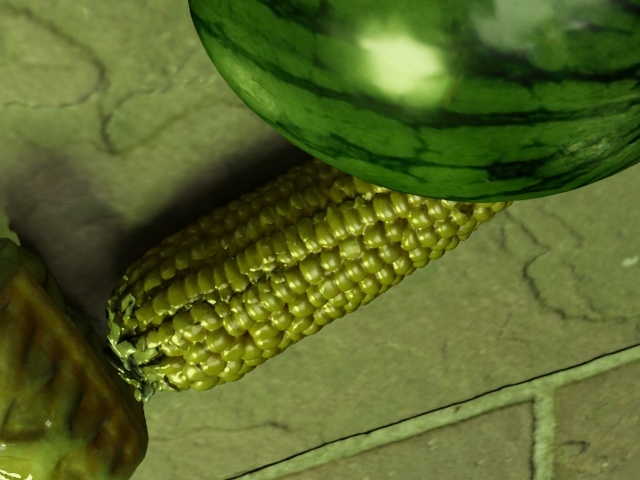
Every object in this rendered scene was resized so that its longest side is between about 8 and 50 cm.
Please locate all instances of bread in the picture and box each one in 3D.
[{"bbox_3d":[-0.178,0.100,0.809,0.088,0.128,0.232,5,143,18],"label":"bread"}]

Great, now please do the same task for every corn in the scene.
[{"bbox_3d":[0.000,0.000,0.795,0.318,0.115,0.115,-29,138,7],"label":"corn"}]

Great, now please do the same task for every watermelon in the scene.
[{"bbox_3d":[0.121,-0.124,0.588,0.331,0.189,0.330,-24,155,-12],"label":"watermelon"}]
